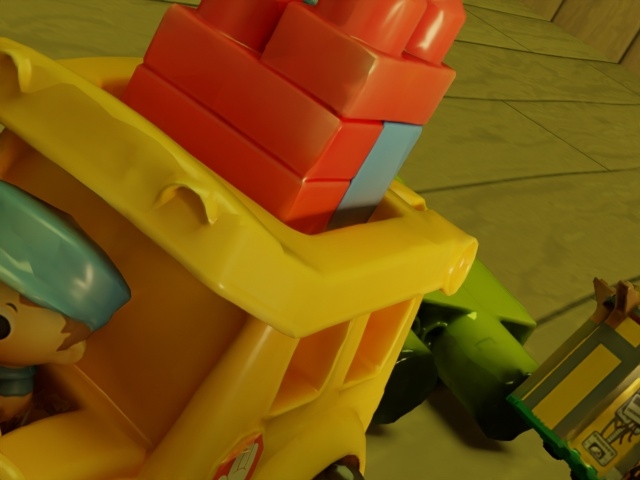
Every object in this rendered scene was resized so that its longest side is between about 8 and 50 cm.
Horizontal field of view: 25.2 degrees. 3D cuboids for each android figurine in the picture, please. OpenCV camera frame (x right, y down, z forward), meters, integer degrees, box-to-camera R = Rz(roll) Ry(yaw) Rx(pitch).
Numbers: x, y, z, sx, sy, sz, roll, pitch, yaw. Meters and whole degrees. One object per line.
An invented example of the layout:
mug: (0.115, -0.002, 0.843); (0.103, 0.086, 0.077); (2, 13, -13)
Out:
android figurine: (0.000, 0.000, 0.743); (0.248, 0.056, 0.273); (13, 25, -42)

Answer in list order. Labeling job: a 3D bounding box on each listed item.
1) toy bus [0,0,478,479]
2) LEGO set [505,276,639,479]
toy bus: (-0.050, 0.013, 0.377); (0.149, 0.211, 0.220); (38, 21, 19)
LEGO set: (0.247, 0.105, 0.516); (0.255, 0.192, 0.331); (47, -2, -38)
